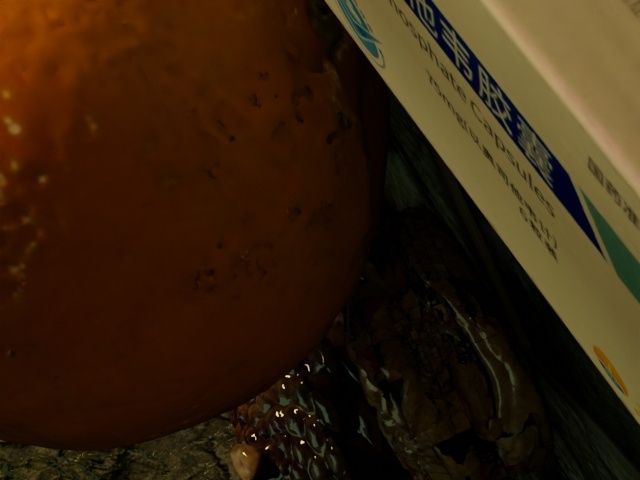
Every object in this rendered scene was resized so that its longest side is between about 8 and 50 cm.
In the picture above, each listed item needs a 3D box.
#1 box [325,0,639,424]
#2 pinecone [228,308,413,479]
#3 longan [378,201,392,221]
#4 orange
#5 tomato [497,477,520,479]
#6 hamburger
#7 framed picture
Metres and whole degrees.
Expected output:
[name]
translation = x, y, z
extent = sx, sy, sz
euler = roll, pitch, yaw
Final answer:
[box]
translation = 0.085, -0.056, 0.505
extent = 0.343, 0.065, 0.200
euler = 57, 176, 28
[pinecone]
translation = 0.039, 0.150, 1.163
extent = 0.224, 0.273, 0.224
euler = 30, 130, 43
[longan]
translation = 0.000, 0.000, 1.323
extent = 0.185, 0.159, 0.204
euler = 31, 127, 48
[orange]
translation = -0.131, -0.092, 0.821
extent = 0.424, 0.326, 0.423
euler = 37, -136, -45
[tomato]
translation = 0.154, 0.336, 1.301
extent = 0.232, 0.232, 0.188
euler = 64, -145, -46
[hamburger]
translation = 0.088, 0.088, 0.964
extent = 0.231, 0.107, 0.231
euler = 60, -173, -12
[framed picture]
translation = 0.126, 0.010, 0.799
extent = 0.324, 0.020, 0.240
euler = 63, 174, -35
